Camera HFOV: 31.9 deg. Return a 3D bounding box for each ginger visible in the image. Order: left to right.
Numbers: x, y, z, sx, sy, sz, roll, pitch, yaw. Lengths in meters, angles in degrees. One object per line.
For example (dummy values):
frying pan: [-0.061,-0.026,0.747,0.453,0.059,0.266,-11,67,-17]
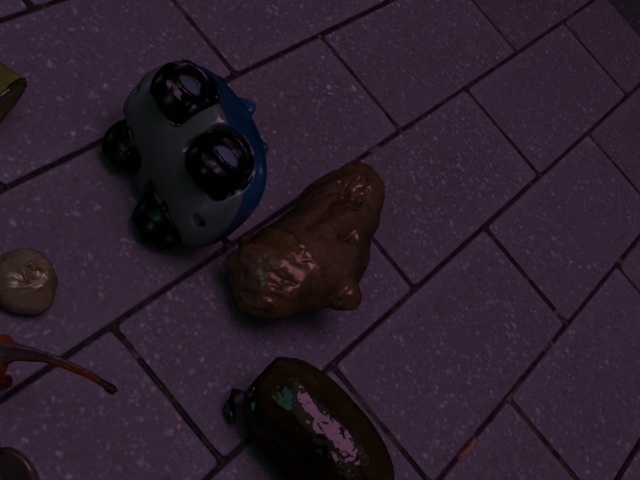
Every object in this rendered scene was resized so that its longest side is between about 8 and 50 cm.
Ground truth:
ginger: [0.000,0.000,1.603,0.189,0.126,0.354,27,44,8]

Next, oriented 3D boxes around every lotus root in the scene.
lotus root: [-0.001,0.251,1.415,0.241,0.124,0.123,48,53,1]

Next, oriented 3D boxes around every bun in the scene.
bun: [-0.352,0.045,1.335,0.086,0.055,0.086,21,49,-26]

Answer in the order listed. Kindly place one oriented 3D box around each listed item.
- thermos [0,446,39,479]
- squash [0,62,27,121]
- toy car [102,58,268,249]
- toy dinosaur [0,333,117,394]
thermos: [-0.379,0.268,1.122,0.137,0.105,0.193,25,32,22]
squash: [-0.492,-0.225,1.413,0.224,0.094,0.094,32,44,-6]
toy car: [-0.160,-0.118,1.519,0.190,0.188,0.255,-4,60,-48]
toy dinosaur: [-0.356,0.129,1.227,0.279,0.101,0.055,14,65,-4]
